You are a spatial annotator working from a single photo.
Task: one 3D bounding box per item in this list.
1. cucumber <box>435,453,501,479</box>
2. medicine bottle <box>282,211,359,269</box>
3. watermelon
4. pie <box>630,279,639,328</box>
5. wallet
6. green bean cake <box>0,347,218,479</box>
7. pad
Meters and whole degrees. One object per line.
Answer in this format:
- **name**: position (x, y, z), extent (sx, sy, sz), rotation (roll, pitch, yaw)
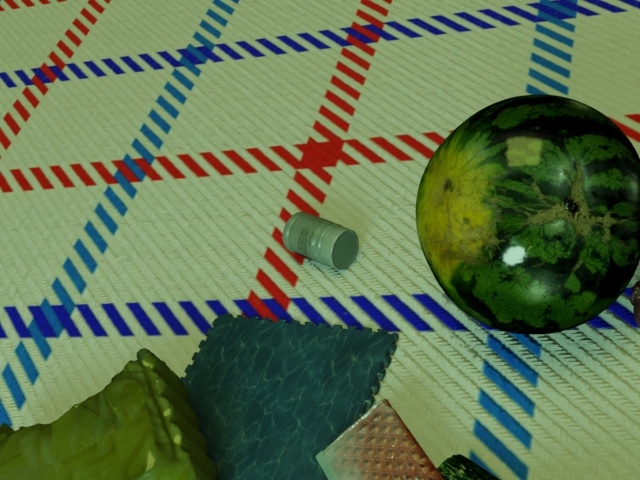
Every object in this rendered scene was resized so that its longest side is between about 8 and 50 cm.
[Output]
- **cucumber**: position (0.188, 0.271, 0.974), extent (0.058, 0.058, 0.187), rotation (-38, 39, -20)
- **medicine bottle**: position (0.000, 0.000, 1.366), extent (0.091, 0.058, 0.058), rotation (21, 55, 39)
- **watermelon**: position (0.234, -0.027, 1.143), extent (0.269, 0.269, 0.269), rotation (-12, 40, 11)
- **pie**: position (0.416, 0.063, 1.125), extent (0.153, 0.038, 0.153), rotation (-14, 38, 11)
- **wallet**: position (0.075, 0.257, 1.022), extent (0.103, 0.020, 0.196), rotation (-43, 45, 6)
- **green bean cake**: position (-0.248, 0.250, 1.128), extent (0.236, 0.124, 0.233), rotation (-29, 44, -2)
- **pad**: position (-0.066, 0.194, 1.212), extent (0.269, 0.012, 0.269), rotation (2, 45, 26)
